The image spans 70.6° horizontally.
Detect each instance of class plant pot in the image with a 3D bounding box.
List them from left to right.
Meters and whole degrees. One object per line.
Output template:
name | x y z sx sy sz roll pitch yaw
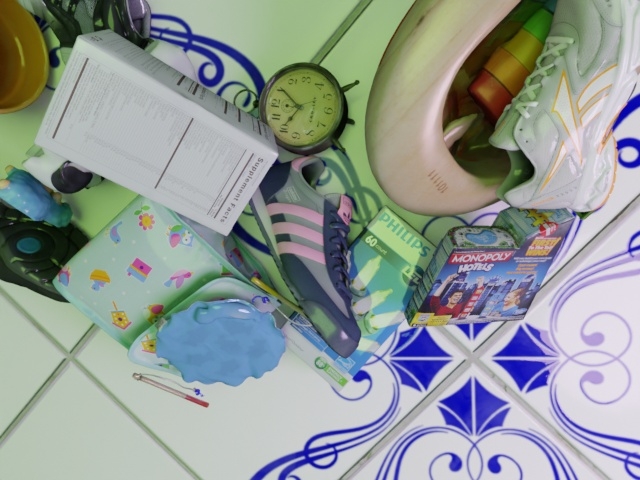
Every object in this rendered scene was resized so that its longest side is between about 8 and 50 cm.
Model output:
plant pot | -0.582 -0.296 0.705 0.188 0.205 0.204 2 96 24

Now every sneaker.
sneaker | -0.528 0.015 0.776 0.341 0.125 0.139 31 127 1
sneaker | -0.363 -0.372 0.705 0.153 0.101 0.268 -32 96 10
sneaker | 0.000 0.000 0.626 0.131 0.112 0.318 -30 60 3
sneaker | 0.242 -0.144 0.471 0.121 0.099 0.262 -6 116 5

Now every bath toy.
bath toy | -0.325 -0.161 0.707 0.348 0.151 0.129 -37 127 7

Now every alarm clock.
alarm clock | -0.043 -0.200 0.689 0.192 0.064 0.129 13 93 10

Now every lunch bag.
lunch bag | -0.220 0.069 0.699 0.223 0.160 0.262 -39 99 10

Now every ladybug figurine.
ladybug figurine | 0.232 -0.230 0.568 0.449 0.161 0.305 -42 125 9

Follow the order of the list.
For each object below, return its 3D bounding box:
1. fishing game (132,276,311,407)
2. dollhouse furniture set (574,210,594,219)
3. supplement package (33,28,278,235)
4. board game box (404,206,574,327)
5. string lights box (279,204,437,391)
fishing game | -0.145 0.148 0.659 0.189 0.041 0.264 35 114 -30
dollhouse furniture set | 0.320 -0.058 0.605 0.076 0.152 0.058 -53 56 32
supplement package | -0.195 -0.136 0.583 0.244 0.133 0.139 28 110 -22
board game box | 0.223 0.026 0.591 0.194 0.060 0.194 1 130 -21
string lights box | 0.066 0.086 0.696 0.133 0.077 0.259 40 100 4
